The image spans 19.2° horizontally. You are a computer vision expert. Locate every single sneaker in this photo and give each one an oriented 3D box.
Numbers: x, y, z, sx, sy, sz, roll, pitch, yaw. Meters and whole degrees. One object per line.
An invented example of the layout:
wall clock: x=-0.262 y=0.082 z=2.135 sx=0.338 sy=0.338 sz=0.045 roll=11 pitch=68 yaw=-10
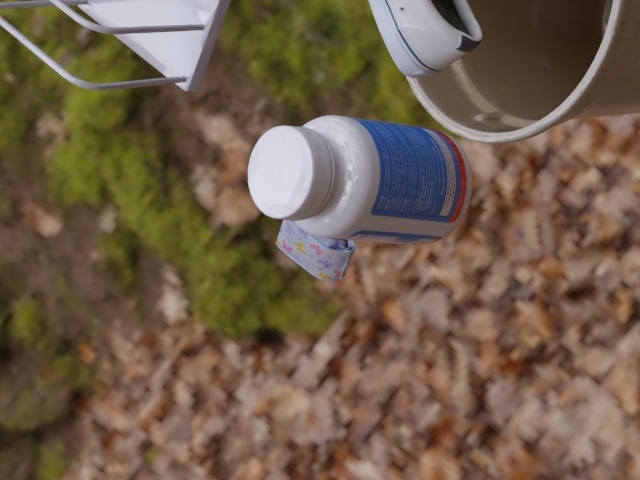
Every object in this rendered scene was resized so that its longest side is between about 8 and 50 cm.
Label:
sneaker: x=0.075 y=-0.281 z=1.758 sx=0.091 sy=0.258 sz=0.094 roll=-21 pitch=11 yaw=36

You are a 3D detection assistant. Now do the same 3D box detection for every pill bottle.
pill bottle: x=0.038 y=-0.061 z=1.897 sx=0.124 sy=0.221 sz=0.124 roll=-4 pitch=84 yaw=43

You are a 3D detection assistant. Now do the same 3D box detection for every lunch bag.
lunch bag: x=0.000 y=0.000 z=2.047 sx=0.053 sy=0.083 sz=0.071 roll=-43 pitch=-15 yaw=-27

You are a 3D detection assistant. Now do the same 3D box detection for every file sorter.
file sorter: x=-0.205 y=-0.315 z=1.968 sx=0.173 sy=0.193 sz=0.277 roll=-12 pitch=-47 yaw=-47

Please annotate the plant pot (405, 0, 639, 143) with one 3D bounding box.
plant pot: x=0.303 y=-0.263 z=2.114 sx=0.334 sy=0.305 sz=0.333 roll=-3 pitch=86 yaw=48
